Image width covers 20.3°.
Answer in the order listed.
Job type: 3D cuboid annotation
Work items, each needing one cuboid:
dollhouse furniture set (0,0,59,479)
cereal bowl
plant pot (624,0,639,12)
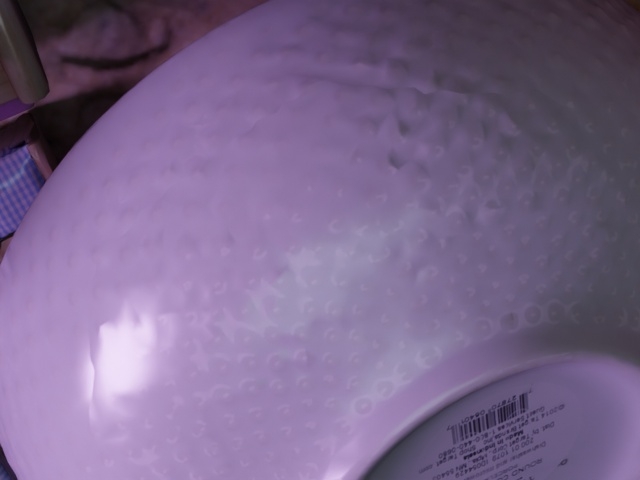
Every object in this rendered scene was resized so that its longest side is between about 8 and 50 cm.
[{"bbox_3d":[-0.201,0.091,0.737,0.286,0.198,0.303,-22,122,1],"label":"dollhouse furniture set"},{"bbox_3d":[0.041,0.058,0.746,0.339,0.141,0.339,-17,138,-16],"label":"cereal bowl"},{"bbox_3d":[0.120,-0.184,0.736,0.236,0.032,0.236,-8,120,-14],"label":"plant pot"}]
